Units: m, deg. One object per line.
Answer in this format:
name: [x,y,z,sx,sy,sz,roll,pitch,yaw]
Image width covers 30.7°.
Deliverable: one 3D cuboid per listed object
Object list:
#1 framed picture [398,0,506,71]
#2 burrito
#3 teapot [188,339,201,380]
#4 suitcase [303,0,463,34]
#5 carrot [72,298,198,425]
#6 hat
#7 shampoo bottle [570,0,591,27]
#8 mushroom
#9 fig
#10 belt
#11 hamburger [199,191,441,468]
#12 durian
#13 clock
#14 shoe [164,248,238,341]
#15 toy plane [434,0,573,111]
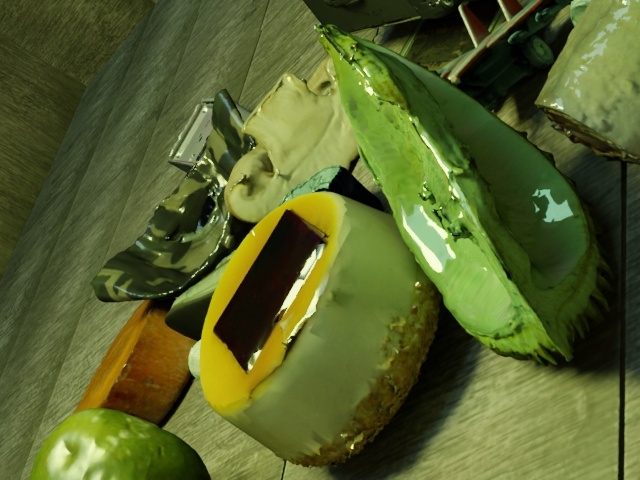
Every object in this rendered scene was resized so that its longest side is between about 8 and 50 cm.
framed picture: [0.156,-0.249,1.527,0.197,0.014,0.252,-61,21,-5]
burrito: [0.300,-0.219,1.050,0.299,0.105,0.143,-62,17,-4]
teapot: [-0.131,0.159,1.563,0.083,0.064,0.064,-32,21,-22]
suitcase: [0.117,-0.411,1.543,0.283,0.194,0.434,-44,16,-12]
carrot: [-0.290,0.195,1.804,0.258,0.100,0.307,-60,19,-12]
hat: [-0.175,-0.034,1.843,0.366,0.257,0.382,-54,-17,4]
shampoo bottle: [0.313,-0.313,1.218,0.072,0.049,0.212,-14,48,56]
mushroom: [-0.039,-0.134,1.626,0.285,0.156,0.151,-52,12,-14]
fig: [-0.250,0.355,1.334,0.314,0.233,0.233,-65,21,-3]
belt: [0.000,0.000,1.423,0.151,0.078,0.198,-12,47,43]
hamburger: [0.007,0.089,1.183,0.276,0.179,0.294,-61,24,2]
durian: [0.100,-0.042,1.012,0.163,0.198,0.394,-44,66,29]
clock: [-0.200,-0.187,2.147,0.144,0.073,0.193,-60,22,-5]
shoe: [-0.116,0.068,1.594,0.275,0.103,0.098,-27,36,43]
toy plane: [0.168,-0.176,1.245,0.223,0.104,0.326,-39,13,42]
